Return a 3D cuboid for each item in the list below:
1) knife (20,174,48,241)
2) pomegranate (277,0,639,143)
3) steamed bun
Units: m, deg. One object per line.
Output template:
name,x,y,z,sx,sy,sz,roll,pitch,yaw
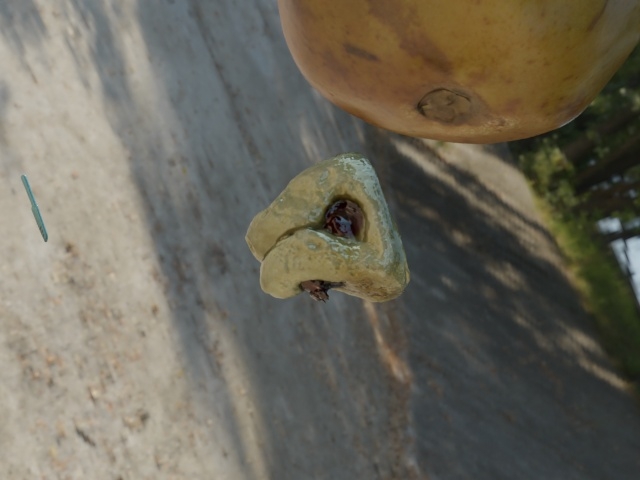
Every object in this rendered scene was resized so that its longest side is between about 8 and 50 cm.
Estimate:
knife,-0.366,-0.041,1.405,0.005,0.014,0.091,-23,95,-46
pomegranate,0.098,-0.196,0.731,0.264,0.264,0.264,-22,90,-81
steamed bun,0.000,0.000,1.197,0.141,0.155,0.172,79,-9,-68
